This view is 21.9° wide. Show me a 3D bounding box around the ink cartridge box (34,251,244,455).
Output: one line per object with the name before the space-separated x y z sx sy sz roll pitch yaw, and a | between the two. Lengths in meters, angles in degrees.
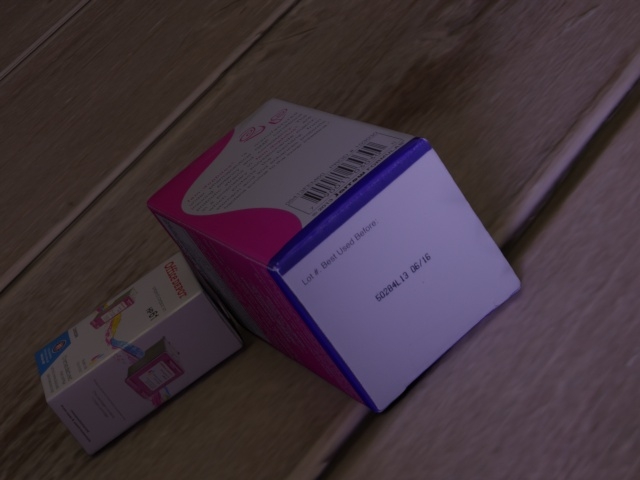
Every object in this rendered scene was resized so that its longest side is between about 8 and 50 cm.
ink cartridge box | -0.118 0.070 1.070 0.122 0.052 0.088 -35 22 -3

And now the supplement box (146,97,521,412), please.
supplement box | 0.000 0.000 0.971 0.111 0.114 0.220 -40 25 -11
